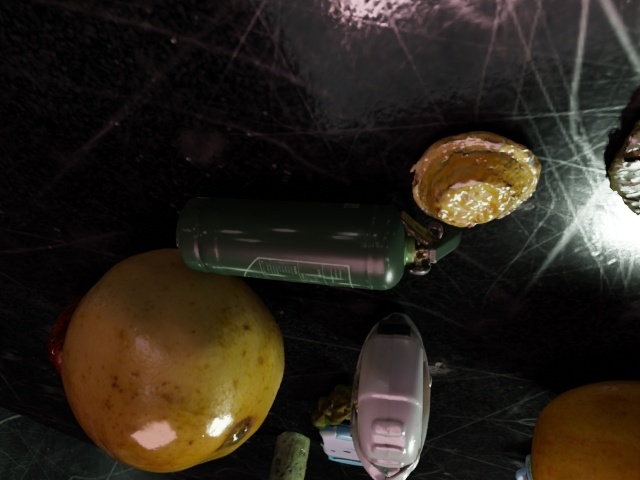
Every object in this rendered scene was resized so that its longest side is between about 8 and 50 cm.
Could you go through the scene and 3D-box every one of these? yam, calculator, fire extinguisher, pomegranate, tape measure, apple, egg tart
[{"bbox_3d":[-0.094,0.668,1.300,0.107,0.194,0.107,7,139,6],"label":"yam"},{"bbox_3d":[0.085,0.562,1.230,0.172,0.051,0.293,4,141,10],"label":"calculator"},{"bbox_3d":[0.000,0.000,0.516,0.311,0.114,0.096,5,111,16],"label":"fire extinguisher"},{"bbox_3d":[-0.187,0.158,0.602,0.307,0.307,0.307,8,142,6],"label":"pomegranate"},{"bbox_3d":[0.107,0.226,0.666,0.120,0.236,0.197,2,134,11],"label":"tape measure"},{"bbox_3d":[0.486,0.358,0.676,0.275,0.299,0.299,-9,139,48],"label":"apple"},{"bbox_3d":[0.153,-0.050,0.446,0.128,0.049,0.129,7,143,5],"label":"egg tart"}]

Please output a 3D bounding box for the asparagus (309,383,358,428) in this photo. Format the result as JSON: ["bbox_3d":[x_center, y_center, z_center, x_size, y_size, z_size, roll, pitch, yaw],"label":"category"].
[{"bbox_3d":[0.039,0.359,0.972,0.080,0.080,0.287,18,150,-6],"label":"asparagus"}]

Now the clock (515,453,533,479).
[{"bbox_3d":[0.575,0.567,1.058,0.193,0.100,0.196,16,140,2],"label":"clock"}]

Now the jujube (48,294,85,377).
[{"bbox_3d":[-0.354,0.192,0.792,0.183,0.183,0.243,-4,146,21],"label":"jujube"}]

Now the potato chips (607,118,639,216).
[{"bbox_3d":[0.358,-0.082,0.362,0.201,0.029,0.220,2,143,18],"label":"potato chips"}]
